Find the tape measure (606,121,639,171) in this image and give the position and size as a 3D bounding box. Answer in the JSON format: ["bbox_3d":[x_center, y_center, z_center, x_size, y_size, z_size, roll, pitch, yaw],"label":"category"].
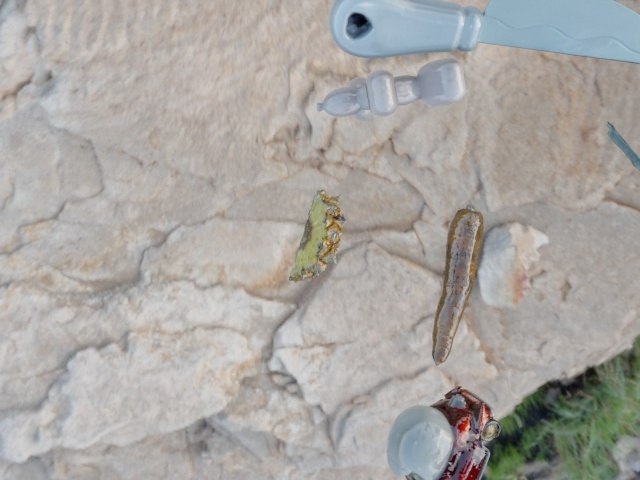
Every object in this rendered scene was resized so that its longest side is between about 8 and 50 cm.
[{"bbox_3d":[0.363,-0.021,0.820,0.084,0.330,0.164,-19,148,21],"label":"tape measure"}]

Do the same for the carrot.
[{"bbox_3d":[0.136,0.046,0.821,0.036,0.035,0.165,11,87,-9],"label":"carrot"}]

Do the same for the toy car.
[{"bbox_3d":[0.134,0.238,0.972,0.112,0.112,0.139,25,94,-32],"label":"toy car"}]

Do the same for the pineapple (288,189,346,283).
[{"bbox_3d":[0.000,0.000,0.679,0.019,0.045,0.083,18,91,-29],"label":"pineapple"}]

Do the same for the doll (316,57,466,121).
[{"bbox_3d":[0.082,-0.183,1.020,0.161,0.160,0.059,-14,97,-16],"label":"doll"}]

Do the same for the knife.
[{"bbox_3d":[0.174,-0.206,0.765,0.331,0.044,0.080,2,124,0],"label":"knife"}]
